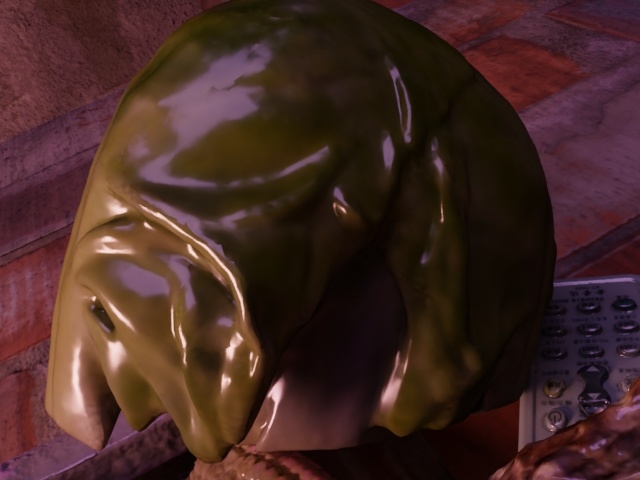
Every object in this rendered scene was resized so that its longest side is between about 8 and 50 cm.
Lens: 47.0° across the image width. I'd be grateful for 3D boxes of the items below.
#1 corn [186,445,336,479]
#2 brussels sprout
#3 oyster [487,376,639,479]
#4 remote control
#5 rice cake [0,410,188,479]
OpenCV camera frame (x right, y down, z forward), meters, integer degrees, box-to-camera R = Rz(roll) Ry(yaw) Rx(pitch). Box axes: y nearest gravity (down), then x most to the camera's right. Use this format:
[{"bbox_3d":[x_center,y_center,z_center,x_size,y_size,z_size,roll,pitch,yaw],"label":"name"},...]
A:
[{"bbox_3d":[-0.005,0.245,0.587,0.126,0.127,0.335,-33,32,-18],"label":"corn"},{"bbox_3d":[-0.005,-0.017,0.622,0.425,0.361,0.342,4,-8,-40],"label":"brussels sprout"},{"bbox_3d":[0.184,0.125,0.397,0.271,0.275,0.100,-24,69,-2],"label":"oyster"},{"bbox_3d":[0.236,0.155,0.627,0.127,0.066,0.335,-4,36,20],"label":"remote control"},{"bbox_3d":[-0.161,0.183,0.769,0.399,0.064,0.070,-25,25,-20],"label":"rice cake"}]
